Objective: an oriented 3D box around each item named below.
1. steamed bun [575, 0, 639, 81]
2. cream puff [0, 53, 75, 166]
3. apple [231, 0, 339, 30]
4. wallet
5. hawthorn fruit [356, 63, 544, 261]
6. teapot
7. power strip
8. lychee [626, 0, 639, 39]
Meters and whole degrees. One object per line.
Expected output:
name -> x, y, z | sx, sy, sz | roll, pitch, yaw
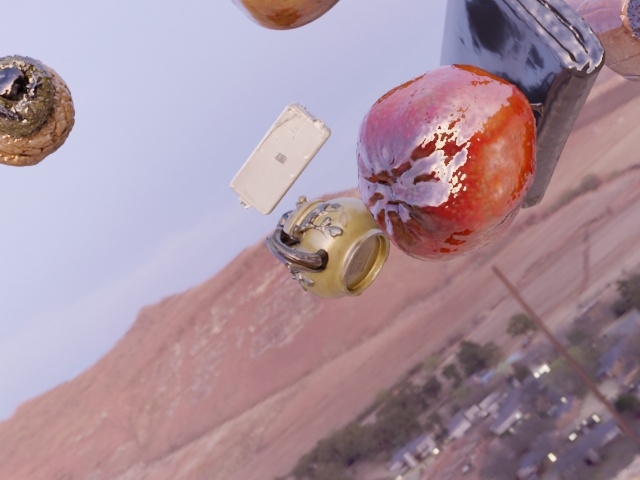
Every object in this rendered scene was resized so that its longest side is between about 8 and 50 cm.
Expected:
steamed bun -> 0.490, -0.322, 1.399 | 0.106, 0.175, 0.145 | -58, 19, -5
cream puff -> -0.485, -0.217, 1.443 | 0.183, 0.183, 0.169 | -42, 6, -17
apple -> -0.049, -0.424, 1.197 | 0.264, 0.264, 0.264 | -43, -1, -1
wallet -> 0.233, -0.198, 1.143 | 0.062, 0.228, 0.406 | -33, -17, -8
hawthorn fruit -> 0.124, -0.078, 0.786 | 0.194, 0.157, 0.157 | -34, -5, -26
teapot -> 0.000, 0.000, 1.478 | 0.269, 0.183, 0.173 | -10, -54, -53
power strip -> -0.064, -0.126, 1.405 | 0.192, 0.081, 0.035 | -51, 0, 23
lychee -> 0.307, -0.203, 0.798 | 0.083, 0.067, 0.068 | -35, -13, -40
